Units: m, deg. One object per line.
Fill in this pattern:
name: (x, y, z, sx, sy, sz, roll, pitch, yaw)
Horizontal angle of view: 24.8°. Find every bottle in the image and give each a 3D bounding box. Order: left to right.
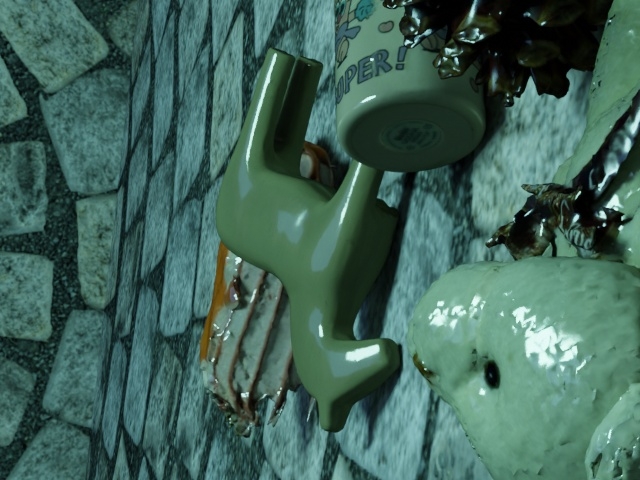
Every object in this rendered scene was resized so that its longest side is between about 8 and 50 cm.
bottle: (0.052, -0.159, 0.968, 0.097, 0.110, 0.209, -24, 55, 35)

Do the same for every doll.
doll: (0.125, -0.012, 0.621, 0.175, 0.149, 0.278, 51, -126, -66)

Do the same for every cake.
cake: (-0.042, 0.023, 1.236, 0.135, 0.098, 0.287, 134, 141, -65)

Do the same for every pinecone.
pinecone: (0.103, -0.135, 0.763, 0.140, 0.140, 0.121, -118, 6, -64)

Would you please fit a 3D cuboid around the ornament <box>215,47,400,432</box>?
ornament: (0.000, 0.000, 1.103, 0.230, 0.061, 0.245, 30, 105, 46)
